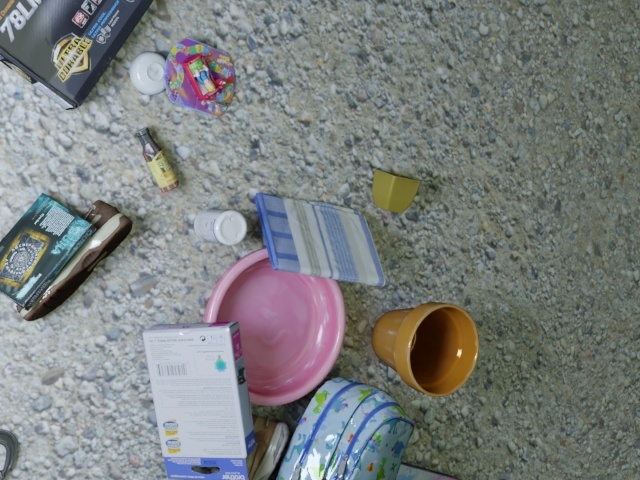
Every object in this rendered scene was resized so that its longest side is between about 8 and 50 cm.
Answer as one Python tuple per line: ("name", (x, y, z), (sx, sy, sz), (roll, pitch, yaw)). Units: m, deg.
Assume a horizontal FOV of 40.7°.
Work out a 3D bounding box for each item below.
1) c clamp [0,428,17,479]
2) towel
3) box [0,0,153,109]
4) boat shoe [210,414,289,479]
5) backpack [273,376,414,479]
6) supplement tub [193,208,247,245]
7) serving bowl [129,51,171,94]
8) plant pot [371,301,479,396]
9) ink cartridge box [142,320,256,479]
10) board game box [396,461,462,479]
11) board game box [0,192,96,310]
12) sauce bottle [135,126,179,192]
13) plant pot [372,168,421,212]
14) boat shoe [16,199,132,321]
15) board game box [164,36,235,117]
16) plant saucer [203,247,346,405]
("c clamp", (-0.622, 0.402, 1.535), (0.161, 0.022, 0.137), (1, 89, -31))
("towel", (0.000, 0.000, 1.819), (0.285, 0.034, 0.209), (10, 47, -33))
("box", (-0.477, -0.433, 1.524), (0.293, 0.073, 0.295), (39, 73, -30))
("boat shoe", (-0.179, 0.510, 1.784), (0.117, 0.123, 0.324), (26, 79, 1))
("backpack", (0.044, 0.473, 1.842), (0.290, 0.274, 0.355), (37, 59, -48))
("supplement tub", (-0.199, -0.028, 1.714), (0.071, 0.107, 0.070), (-3, 96, -32))
("serving bowl", (-0.322, -0.322, 1.656), (0.083, 0.027, 0.083), (-3, 95, -32))
("plant pot", (0.220, 0.233, 1.957), (0.205, 0.188, 0.205), (-4, 96, -33))
("ink cartridge box", (-0.231, 0.315, 1.686), (0.065, 0.186, 0.310), (-28, 113, -71))
("board game box", (0.171, 0.684, 2.037), (0.318, 0.066, 0.318), (23, 82, -32))
("board game box", (-0.502, 0.018, 1.522), (0.186, 0.126, 0.026), (-53, 159, -16))
("sauce bottle", (-0.317, -0.156, 1.665), (0.042, 0.042, 0.128), (-36, 113, -25))
("plant pot", (0.165, -0.109, 1.960), (0.081, 0.081, 0.083), (9, 102, -33))
("boat shoe", (-0.464, 0.031, 1.575), (0.095, 0.095, 0.257), (41, 72, 7))
("board game box", (-0.226, -0.321, 1.698), (0.169, 0.033, 0.133), (14, 85, -43))
("plant saucer", (-0.103, 0.175, 1.808), (0.332, 0.084, 0.331), (-3, 96, -33))
